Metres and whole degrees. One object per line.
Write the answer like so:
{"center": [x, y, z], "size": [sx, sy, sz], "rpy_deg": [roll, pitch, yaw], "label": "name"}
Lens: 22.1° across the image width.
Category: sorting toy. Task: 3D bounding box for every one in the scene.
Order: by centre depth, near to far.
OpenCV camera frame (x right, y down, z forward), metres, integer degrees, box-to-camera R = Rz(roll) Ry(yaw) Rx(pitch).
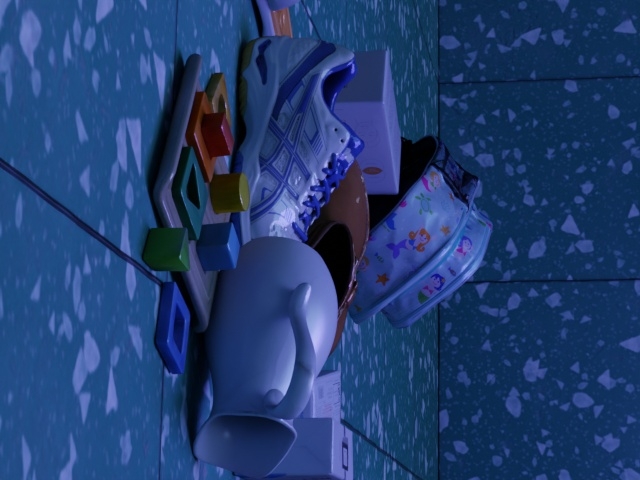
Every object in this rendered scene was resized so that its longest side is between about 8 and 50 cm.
{"center": [-0.100, -0.044, 1.493], "size": [0.348, 0.047, 0.196], "rpy_deg": [-82, 167, -45], "label": "sorting toy"}

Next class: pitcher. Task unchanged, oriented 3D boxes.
{"center": [-0.040, 0.093, 1.518], "size": [0.178, 0.125, 0.207], "rpy_deg": [-40, -148, 50], "label": "pitcher"}

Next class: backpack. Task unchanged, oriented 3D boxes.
{"center": [0.102, -0.001, 2.162], "size": [0.191, 0.225, 0.253], "rpy_deg": [49, 23, -5], "label": "backpack"}

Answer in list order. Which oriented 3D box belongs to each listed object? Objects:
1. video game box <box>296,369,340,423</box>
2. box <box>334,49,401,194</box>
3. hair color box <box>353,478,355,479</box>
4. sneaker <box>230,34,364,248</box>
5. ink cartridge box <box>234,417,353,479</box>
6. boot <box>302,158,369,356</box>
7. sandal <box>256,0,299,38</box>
{"center": [-0.011, 0.256, 2.000], "size": [0.205, 0.048, 0.187], "rpy_deg": [11, 76, -80], "label": "video game box"}
{"center": [0.027, -0.142, 2.020], "size": [0.170, 0.130, 0.091], "rpy_deg": [78, 13, -50], "label": "box"}
{"center": [0.025, 0.321, 1.945], "size": [0.141, 0.043, 0.072], "rpy_deg": [58, 34, -74], "label": "hair color box"}
{"center": [-0.021, -0.078, 1.730], "size": [0.112, 0.131, 0.297], "rpy_deg": [58, 34, -76], "label": "sneaker"}
{"center": [-0.024, 0.228, 1.753], "size": [0.180, 0.104, 0.060], "rpy_deg": [54, 35, -75], "label": "ink cartridge box"}
{"center": [0.000, 0.000, 1.861], "size": [0.220, 0.109, 0.284], "rpy_deg": [102, 3, -76], "label": "boot"}
{"center": [-0.034, -0.292, 1.836], "size": [0.265, 0.076, 0.102], "rpy_deg": [78, 14, -50], "label": "sandal"}
